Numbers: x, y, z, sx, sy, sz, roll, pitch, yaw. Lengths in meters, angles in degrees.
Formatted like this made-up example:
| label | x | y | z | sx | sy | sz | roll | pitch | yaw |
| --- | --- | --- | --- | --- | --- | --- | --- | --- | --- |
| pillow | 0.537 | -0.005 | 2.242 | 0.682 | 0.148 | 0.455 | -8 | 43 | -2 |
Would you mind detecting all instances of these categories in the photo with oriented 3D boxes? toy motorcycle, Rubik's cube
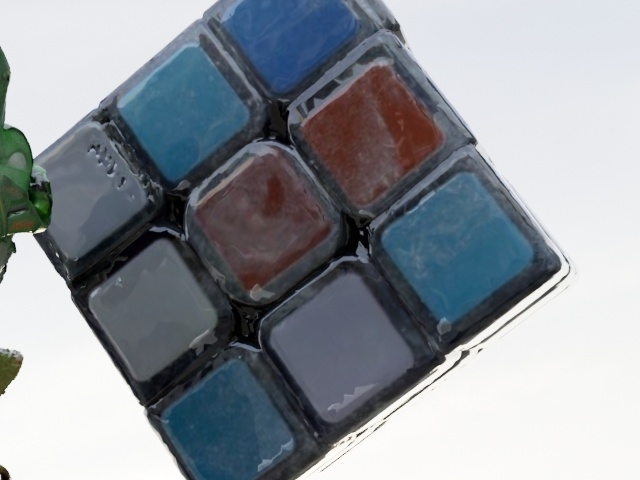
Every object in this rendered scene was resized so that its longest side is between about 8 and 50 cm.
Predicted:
| label | x | y | z | sx | sy | sz | roll | pitch | yaw |
| --- | --- | --- | --- | --- | --- | --- | --- | --- | --- |
| toy motorcycle | -0.226 | -0.042 | 0.674 | 0.106 | 0.074 | 0.190 | -55 | -24 | -38 |
| Rubik's cube | 0.000 | 0.000 | 0.940 | 0.363 | 0.359 | 0.362 | -36 | -14 | 7 |

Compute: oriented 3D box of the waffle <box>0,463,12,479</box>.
| label | x | y | z | sx | sy | sz | roll | pitch | yaw |
| --- | --- | --- | --- | --- | --- | --- | --- | --- | --- |
| waffle | -0.315 | 0.257 | 0.541 | 0.382 | 0.380 | 0.095 | -31 | 6 | -20 |

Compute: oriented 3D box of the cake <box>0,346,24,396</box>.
| label | x | y | z | sx | sy | sz | roll | pitch | yaw |
| --- | --- | --- | --- | --- | --- | --- | --- | --- | --- |
| cake | -0.326 | 0.095 | 0.863 | 0.140 | 0.051 | 0.055 | 28 | -98 | -30 |
